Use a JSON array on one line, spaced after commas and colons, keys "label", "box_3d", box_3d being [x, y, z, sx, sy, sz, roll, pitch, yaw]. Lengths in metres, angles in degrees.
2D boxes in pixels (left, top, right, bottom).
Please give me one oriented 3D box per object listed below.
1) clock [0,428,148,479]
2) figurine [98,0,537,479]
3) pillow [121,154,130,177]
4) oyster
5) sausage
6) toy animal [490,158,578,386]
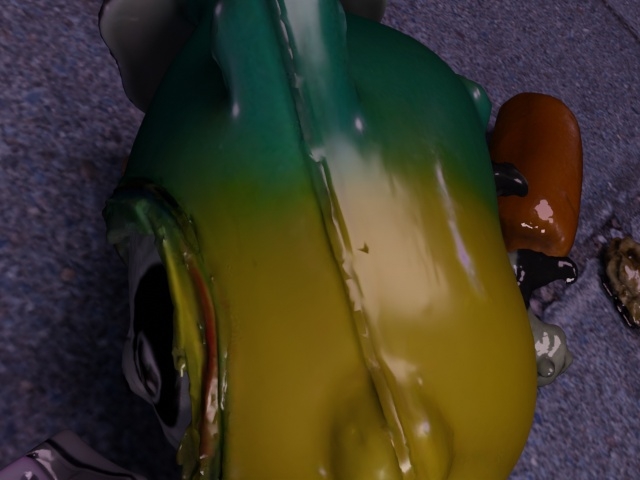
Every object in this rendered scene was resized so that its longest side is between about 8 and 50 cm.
[{"label": "clock", "box_3d": [-0.098, 0.215, 0.349, 0.253, 0.083, 0.186, 50, 39, 6]}, {"label": "figurine", "box_3d": [0.000, 0.000, 0.477, 0.231, 0.324, 0.340, -15, 63, -4]}, {"label": "pillow", "box_3d": [-0.040, -0.024, 0.654, 0.211, 0.034, 0.135, 35, 38, -15]}, {"label": "oyster", "box_3d": [0.422, 0.126, 0.910, 0.345, 0.078, 0.128, 49, 30, 9]}, {"label": "sausage", "box_3d": [0.210, -0.065, 0.867, 0.098, 0.098, 0.238, 34, 41, -14]}, {"label": "toy animal", "box_3d": [0.128, 0.022, 0.708, 0.225, 0.094, 0.121, 54, 46, -18]}]
